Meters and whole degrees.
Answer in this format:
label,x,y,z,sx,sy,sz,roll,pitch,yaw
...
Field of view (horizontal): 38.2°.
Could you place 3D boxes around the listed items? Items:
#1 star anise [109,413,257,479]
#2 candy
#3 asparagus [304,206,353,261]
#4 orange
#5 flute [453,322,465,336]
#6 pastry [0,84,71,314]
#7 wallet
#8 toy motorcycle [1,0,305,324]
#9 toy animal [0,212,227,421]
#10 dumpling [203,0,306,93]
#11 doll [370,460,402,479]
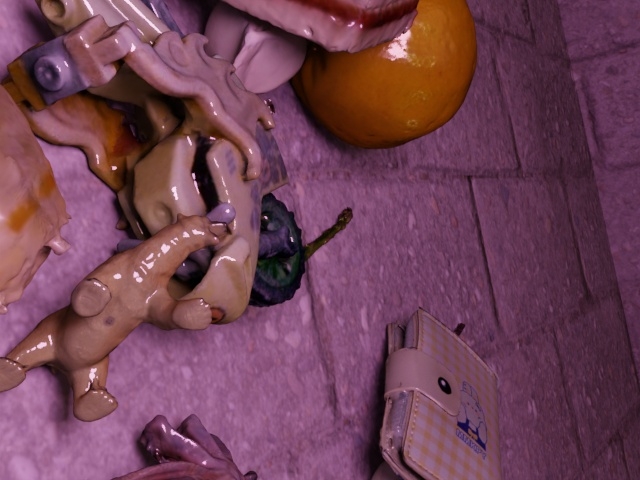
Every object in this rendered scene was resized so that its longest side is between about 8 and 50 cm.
label,x,y,z,sx,sy,sz,roll,pitch,yaw
star anise,-0.116,0.263,0.869,0.198,0.110,0.257,58,10,15
candy,-0.047,-0.328,1.024,0.179,0.320,0.135,-42,155,-61
asparagus,0.000,0.000,1.253,0.233,0.023,0.022,-43,160,-56
orange,0.077,-0.261,1.252,0.235,0.279,0.279,-16,93,-28
flute,0.193,0.199,1.507,0.269,0.014,0.014,-43,116,-56
pastry,-0.294,-0.048,0.633,0.256,0.170,0.237,65,29,-11
wallet,0.175,0.247,1.278,0.223,0.077,0.309,46,26,-18
toy motorcycle,-0.146,-0.086,0.905,0.410,0.168,0.237,61,28,-17
toy animal,-0.172,0.058,0.781,0.103,0.218,0.101,42,16,-20
dumpling,-0.082,-0.221,1.116,0.229,0.124,0.151,-66,172,-57
doll,0.101,0.367,1.207,0.155,0.113,0.275,59,27,-11
